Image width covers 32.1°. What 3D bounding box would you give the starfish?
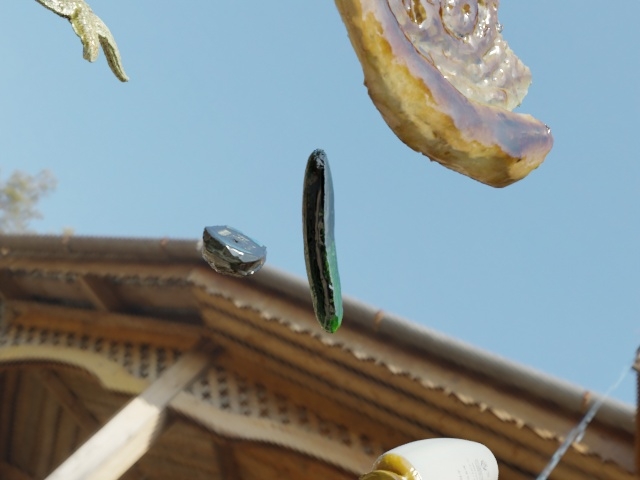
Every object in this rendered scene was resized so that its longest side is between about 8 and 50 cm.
[{"bbox_3d":[-0.307,-0.276,1.360,0.223,0.050,0.217,50,-5,-33],"label":"starfish"}]

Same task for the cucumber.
[{"bbox_3d":[0.000,0.000,1.096,0.036,0.033,0.184,-6,-91,8],"label":"cucumber"}]

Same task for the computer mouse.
[{"bbox_3d":[-0.108,0.016,1.360,0.079,0.135,0.047,31,-76,7],"label":"computer mouse"}]

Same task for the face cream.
[{"bbox_3d":[0.090,0.198,0.904,0.051,0.182,0.072,-20,-102,30],"label":"face cream"}]

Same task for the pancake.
[{"bbox_3d":[0.115,-0.137,0.936,0.056,0.257,0.212,-12,-80,44],"label":"pancake"}]
